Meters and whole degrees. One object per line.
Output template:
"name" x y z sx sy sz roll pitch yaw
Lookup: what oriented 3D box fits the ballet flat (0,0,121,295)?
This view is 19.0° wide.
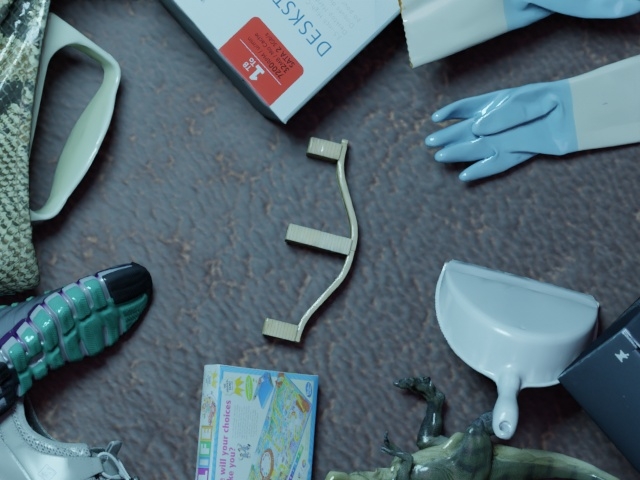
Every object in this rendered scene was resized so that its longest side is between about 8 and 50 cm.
"ballet flat" -0.259 -0.185 1.664 0.182 0.164 0.482 9 88 -22

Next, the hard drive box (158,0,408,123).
"hard drive box" -0.016 -0.247 1.665 0.232 0.089 0.181 -45 108 -5

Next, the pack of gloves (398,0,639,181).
"pack of gloves" 0.189 -0.165 1.697 0.232 0.046 0.195 -13 109 -8

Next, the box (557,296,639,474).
"box" 0.327 0.100 1.606 0.207 0.108 0.153 -36 84 -37

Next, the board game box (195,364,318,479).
"board game box" -0.056 0.188 1.644 0.103 0.026 0.154 10 81 -33

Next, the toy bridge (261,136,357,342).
"toy bridge" 0.000 0.000 1.694 0.063 0.026 0.188 15 83 -2

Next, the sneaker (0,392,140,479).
"sneaker" -0.191 0.227 1.622 0.281 0.105 0.115 35 84 3

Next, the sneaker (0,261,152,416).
"sneaker" -0.253 0.068 1.642 0.224 0.083 0.098 -33 50 -30

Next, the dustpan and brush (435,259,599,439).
"dustpan and brush" 0.164 0.098 1.621 0.147 0.211 0.060 15 113 0

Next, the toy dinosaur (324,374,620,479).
"toy dinosaur" 0.125 0.174 1.662 0.268 0.064 0.118 -4 83 -9
